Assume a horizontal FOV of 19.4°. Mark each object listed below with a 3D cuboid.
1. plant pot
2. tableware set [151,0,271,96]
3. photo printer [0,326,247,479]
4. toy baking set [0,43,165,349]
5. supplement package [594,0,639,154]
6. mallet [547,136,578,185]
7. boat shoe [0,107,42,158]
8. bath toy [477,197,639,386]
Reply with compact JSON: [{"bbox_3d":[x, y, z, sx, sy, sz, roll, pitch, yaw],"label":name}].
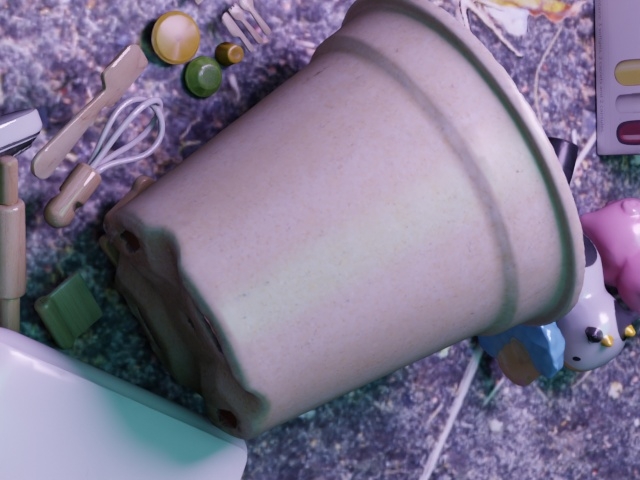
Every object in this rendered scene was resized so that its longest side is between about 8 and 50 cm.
[{"bbox_3d":[0.000,0.000,1.594,0.305,0.334,0.333,-31,107,-20],"label":"plant pot"},{"bbox_3d":[-0.121,-0.209,1.672,0.104,0.024,0.154,-48,116,-18],"label":"tableware set"},{"bbox_3d":[-0.239,0.221,1.553,0.307,0.107,0.256,28,82,-30],"label":"photo printer"},{"bbox_3d":[-0.204,-0.034,1.583,0.197,0.030,0.256,-28,129,-42],"label":"toy baking set"},{"bbox_3d":[0.404,-0.220,1.930,0.204,0.145,0.261,-3,93,-32],"label":"supplement package"},{"bbox_3d":[0.179,-0.104,1.858,0.190,0.039,0.062,29,78,-26],"label":"mallet"},{"bbox_3d":[-0.318,-0.037,1.525,0.219,0.078,0.070,-30,107,-19],"label":"boat shoe"},{"bbox_3d":[0.318,0.027,1.893,0.348,0.129,0.151,-27,108,-29],"label":"bath toy"}]
